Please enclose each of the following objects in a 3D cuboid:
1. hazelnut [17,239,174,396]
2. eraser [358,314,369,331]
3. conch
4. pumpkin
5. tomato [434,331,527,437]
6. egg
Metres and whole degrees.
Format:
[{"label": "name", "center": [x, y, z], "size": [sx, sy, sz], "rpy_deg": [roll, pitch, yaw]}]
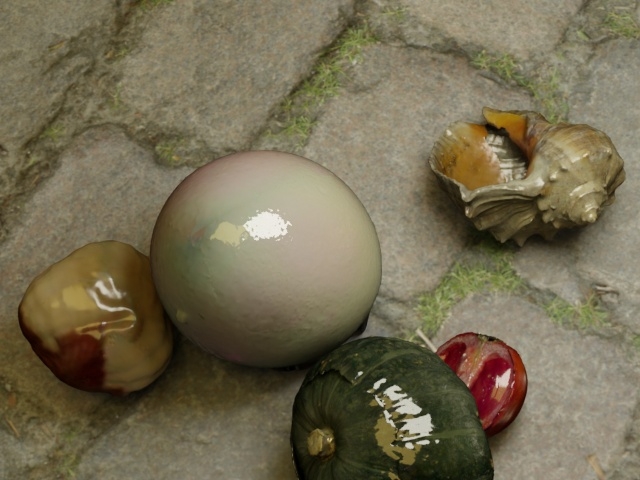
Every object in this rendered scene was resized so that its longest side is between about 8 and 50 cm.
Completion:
[{"label": "hazelnut", "center": [-0.364, 0.124, 1.795], "size": [0.261, 0.241, 0.261], "rpy_deg": [9, 69, -24]}, {"label": "eraser", "center": [0.000, 0.000, 1.892], "size": [0.061, 0.089, 0.352], "rpy_deg": [-28, 66, -13]}, {"label": "conch", "center": [0.338, -0.097, 1.865], "size": [0.297, 0.209, 0.352], "rpy_deg": [-14, 21, -18]}, {"label": "pumpkin", "center": [0.097, 0.307, 1.635], "size": [0.258, 0.291, 0.327], "rpy_deg": [5, 40, -35]}, {"label": "tomato", "center": [0.260, 0.243, 1.754], "size": [0.189, 0.099, 0.173], "rpy_deg": [16, 78, 54]}, {"label": "egg", "center": [-0.112, 0.018, 1.698], "size": [0.355, 0.340, 0.354], "rpy_deg": [-5, 77, 22]}]
